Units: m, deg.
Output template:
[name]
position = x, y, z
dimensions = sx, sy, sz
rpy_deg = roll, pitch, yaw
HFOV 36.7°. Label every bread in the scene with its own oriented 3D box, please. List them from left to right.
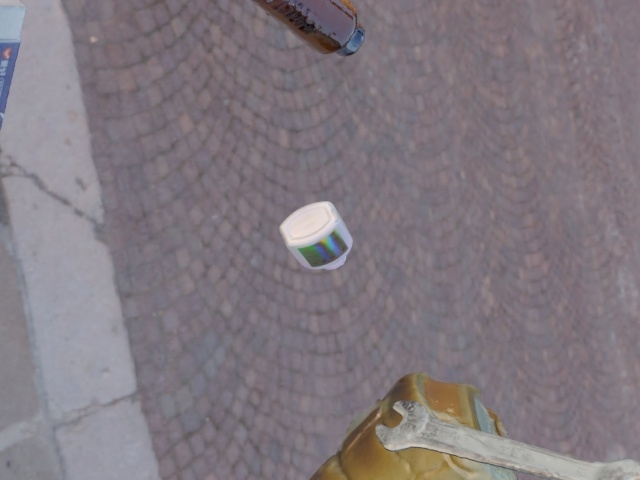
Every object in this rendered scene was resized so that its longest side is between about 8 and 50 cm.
[bread]
position = 0.110, 0.355, 1.430
dimensions = 0.210, 0.341, 0.300
rpy_deg = 41, 18, -2

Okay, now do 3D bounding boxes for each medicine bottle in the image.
[medicine bottle]
position = 0.000, 0.000, 1.896
dimensions = 0.078, 0.115, 0.219
rpy_deg = 63, 3, 21

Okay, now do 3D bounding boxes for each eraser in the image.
[eraser]
position = -0.506, -0.251, 1.380
dimensions = 0.124, 0.068, 0.210
rpy_deg = -11, 132, -48

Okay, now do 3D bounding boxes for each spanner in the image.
[spanner]
position = 0.196, 0.228, 1.031
dimensions = 0.071, 0.301, 0.017
rpy_deg = -55, 141, -35

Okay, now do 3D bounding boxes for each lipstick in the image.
[lipstick]
position = -0.092, -0.294, 0.949
dimensions = 0.418, 0.077, 0.077
rpy_deg = 27, 59, -47
